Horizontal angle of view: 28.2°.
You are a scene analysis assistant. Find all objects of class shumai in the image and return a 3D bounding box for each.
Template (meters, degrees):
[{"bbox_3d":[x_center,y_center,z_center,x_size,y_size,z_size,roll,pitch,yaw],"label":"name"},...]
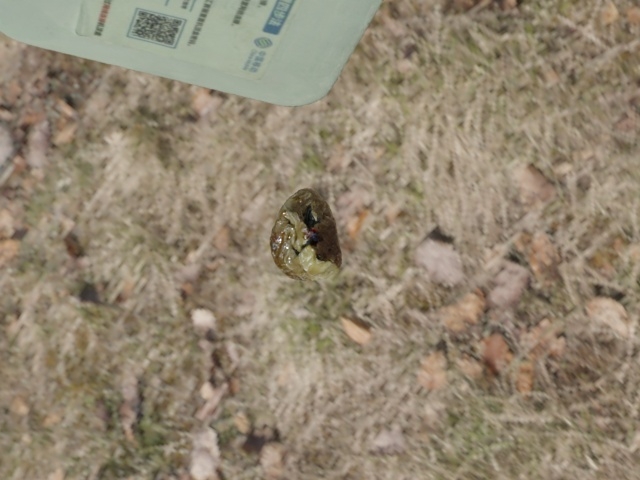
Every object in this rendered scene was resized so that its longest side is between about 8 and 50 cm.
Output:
[{"bbox_3d":[-0.005,0.003,1.789,0.105,0.139,0.123,31,63,17],"label":"shumai"}]

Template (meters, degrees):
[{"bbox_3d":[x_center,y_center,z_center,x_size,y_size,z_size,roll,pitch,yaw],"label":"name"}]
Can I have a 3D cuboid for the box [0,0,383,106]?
[{"bbox_3d":[-0.120,-0.306,1.279,0.396,0.397,0.111,126,153,-57],"label":"box"}]
